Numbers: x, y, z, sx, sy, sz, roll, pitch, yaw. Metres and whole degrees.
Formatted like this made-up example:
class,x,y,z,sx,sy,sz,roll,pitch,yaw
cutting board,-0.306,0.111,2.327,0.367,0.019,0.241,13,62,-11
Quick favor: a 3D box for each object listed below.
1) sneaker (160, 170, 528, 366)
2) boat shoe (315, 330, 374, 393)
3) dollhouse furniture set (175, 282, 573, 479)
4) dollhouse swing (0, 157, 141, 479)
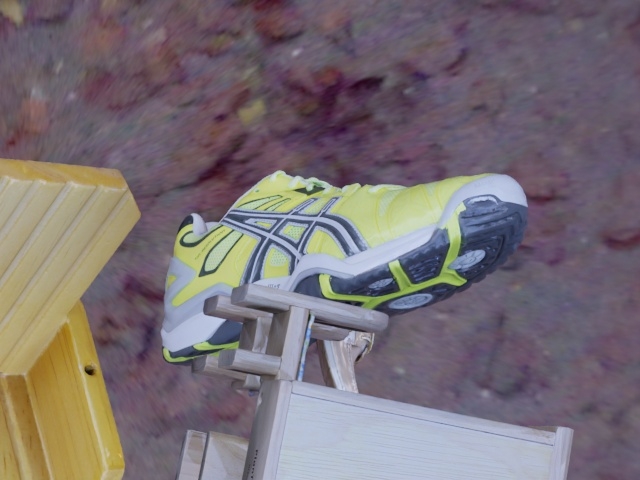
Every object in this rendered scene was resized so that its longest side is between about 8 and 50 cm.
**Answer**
class,x,y,z,sx,sy,sz,roll,pitch,yaw
sneaker,0.000,0.000,1.405,0.145,0.384,0.147,14,63,-51
boat shoe,0.024,0.081,1.535,0.059,0.063,0.170,-8,64,-6
dollhouse furniture set,0.014,0.144,0.933,0.161,0.242,0.212,13,81,-15
dollhouse swing,-0.318,0.131,1.555,0.347,0.305,0.315,5,60,-46
